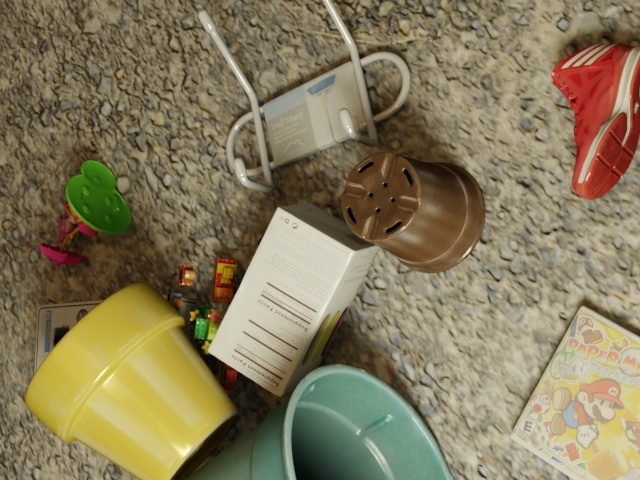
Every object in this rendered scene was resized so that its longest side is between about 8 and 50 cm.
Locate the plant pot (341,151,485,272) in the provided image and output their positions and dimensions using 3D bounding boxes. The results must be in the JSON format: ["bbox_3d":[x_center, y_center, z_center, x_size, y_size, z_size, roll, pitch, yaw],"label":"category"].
[{"bbox_3d":[0.124,-0.047,1.669,0.167,0.165,0.166,-7,77,31],"label":"plant pot"}]

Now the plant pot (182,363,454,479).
[{"bbox_3d":[-0.039,0.390,1.611,0.334,0.341,0.341,-33,64,33],"label":"plant pot"}]

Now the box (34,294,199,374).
[{"bbox_3d":[-0.342,0.182,1.970,0.290,0.087,0.169,-4,79,32],"label":"box"}]

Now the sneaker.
[{"bbox_3d":[0.363,-0.166,1.601,0.128,0.087,0.221,19,79,42],"label":"sneaker"}]

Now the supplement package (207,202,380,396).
[{"bbox_3d":[-0.037,0.084,1.734,0.134,0.139,0.244,30,104,15],"label":"supplement package"}]

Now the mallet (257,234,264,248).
[{"bbox_3d":[0.000,0.000,1.823,0.190,0.062,0.039,-9,79,16],"label":"mallet"}]

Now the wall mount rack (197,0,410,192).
[{"bbox_3d":[-0.047,-0.252,1.840,0.350,0.130,0.304,-22,69,27],"label":"wall mount rack"}]

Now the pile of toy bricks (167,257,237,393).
[{"bbox_3d":[-0.174,0.130,1.836,0.105,0.118,0.212,167,108,-71],"label":"pile of toy bricks"}]

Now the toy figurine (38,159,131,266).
[{"bbox_3d":[-0.430,-0.032,2.067,0.159,0.130,0.173,-43,39,29],"label":"toy figurine"}]

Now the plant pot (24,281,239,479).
[{"bbox_3d":[-0.259,0.230,1.729,0.239,0.254,0.254,42,105,11],"label":"plant pot"}]

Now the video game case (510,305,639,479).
[{"bbox_3d":[0.386,0.226,1.530,0.227,0.026,0.206,32,98,33],"label":"video game case"}]
